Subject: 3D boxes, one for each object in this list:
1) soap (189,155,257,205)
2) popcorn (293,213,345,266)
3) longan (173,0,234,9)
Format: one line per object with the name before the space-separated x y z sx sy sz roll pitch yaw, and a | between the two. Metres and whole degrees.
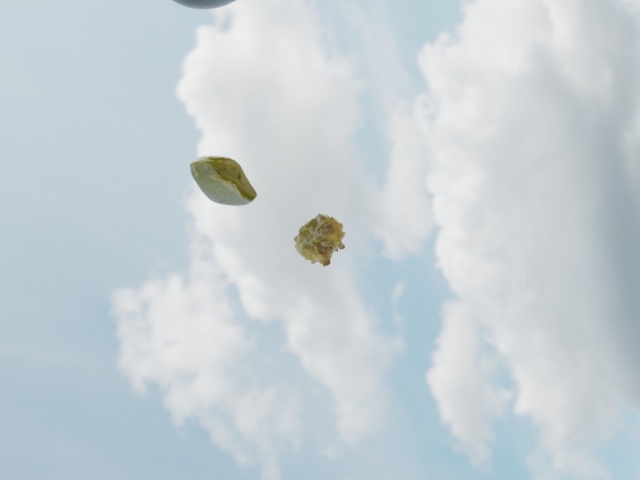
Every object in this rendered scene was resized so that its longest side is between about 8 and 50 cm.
soap | -0.153 -0.091 1.439 0.140 0.089 0.045 62 -142 -64
popcorn | 0.000 0.000 1.425 0.057 0.082 0.083 27 -129 -69
longan | -0.183 -0.491 1.502 0.248 0.248 0.248 18 -112 -54
